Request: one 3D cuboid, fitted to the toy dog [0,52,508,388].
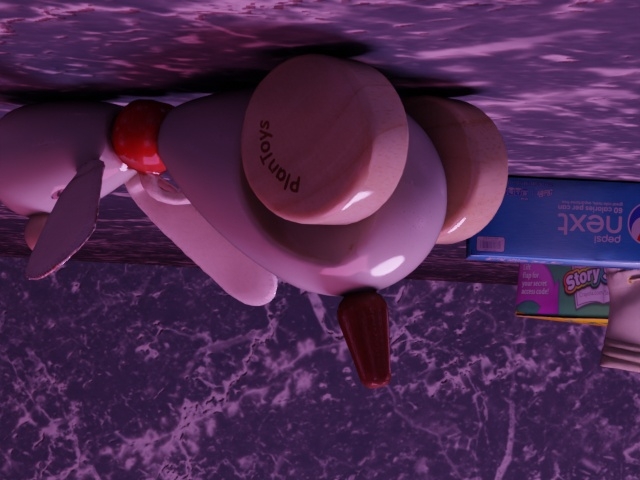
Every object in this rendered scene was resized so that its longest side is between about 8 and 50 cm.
[{"bbox_3d":[-0.050,-0.005,0.797,0.220,0.161,0.333,6,175,-33],"label":"toy dog"}]

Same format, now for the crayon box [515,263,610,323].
[{"bbox_3d":[0.498,0.072,1.914,0.313,0.106,0.363,6,176,-32],"label":"crayon box"}]

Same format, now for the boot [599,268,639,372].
[{"bbox_3d":[0.423,0.078,1.601,0.213,0.165,0.077,3,177,19],"label":"boot"}]

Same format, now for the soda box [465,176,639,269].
[{"bbox_3d":[0.226,-0.012,1.166,0.210,0.067,0.071,4,176,3],"label":"soda box"}]
